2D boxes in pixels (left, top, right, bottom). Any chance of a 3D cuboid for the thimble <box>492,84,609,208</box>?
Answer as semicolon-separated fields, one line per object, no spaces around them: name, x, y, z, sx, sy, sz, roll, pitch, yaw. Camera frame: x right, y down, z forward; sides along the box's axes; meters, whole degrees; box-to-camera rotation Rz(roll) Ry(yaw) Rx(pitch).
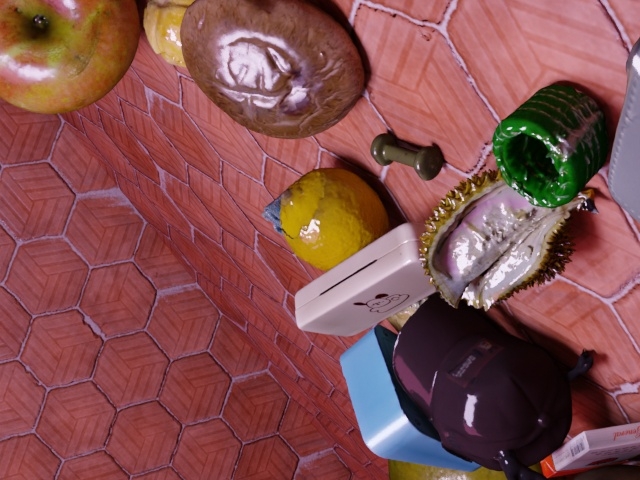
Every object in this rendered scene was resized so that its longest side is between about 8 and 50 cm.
thimble;0.258;-0.105;0.956;0.118;0.090;0.130;47;161;5

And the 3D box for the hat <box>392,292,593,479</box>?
hat;0.283;0.227;1.331;0.336;0.238;0.209;46;162;-13

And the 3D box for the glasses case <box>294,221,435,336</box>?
glasses case;0.094;0.072;1.420;0.131;0.070;0.313;13;148;-36

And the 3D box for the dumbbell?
dumbbell;0.126;-0.124;1.268;0.118;0.046;0.052;25;157;48

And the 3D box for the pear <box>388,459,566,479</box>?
pear;0.307;0.490;1.708;0.413;0.352;0.352;48;164;26

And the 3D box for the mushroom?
mushroom;-0.070;-0.254;1.247;0.278;0.146;0.278;17;147;11

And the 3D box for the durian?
durian;0.241;-0.026;1.109;0.237;0.137;0.193;-25;115;26

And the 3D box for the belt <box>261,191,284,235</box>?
belt;0.000;0.000;1.744;0.302;0.072;0.087;34;155;33

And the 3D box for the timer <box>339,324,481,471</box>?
timer;0.168;0.286;1.494;0.250;0.091;0.232;29;-152;-35

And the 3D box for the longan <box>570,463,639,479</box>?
longan;0.507;0.511;1.352;0.319;0.319;0.319;40;160;18

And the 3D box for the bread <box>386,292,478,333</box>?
bread;0.240;0.180;1.518;0.267;0.130;0.152;49;-162;-6

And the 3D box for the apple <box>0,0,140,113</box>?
apple;-0.511;-0.412;1.628;0.339;0.339;0.339;40;160;18

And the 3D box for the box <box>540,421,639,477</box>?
box;0.452;0.337;1.379;0.245;0.139;0.035;97;164;-64

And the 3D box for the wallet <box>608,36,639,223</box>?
wallet;0.425;-0.028;0.777;0.360;0.083;0.252;37;154;29

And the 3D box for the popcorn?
popcorn;-0.199;-0.355;1.340;0.152;0.167;0.148;14;-133;-49

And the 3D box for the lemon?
lemon;0.024;-0.032;1.464;0.181;0.180;0.193;19;141;54
